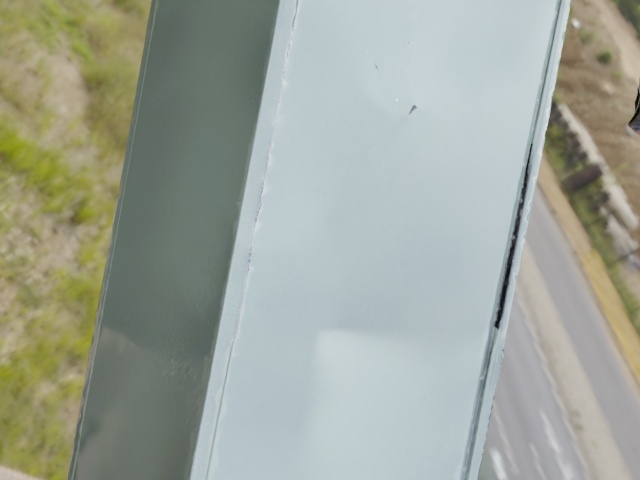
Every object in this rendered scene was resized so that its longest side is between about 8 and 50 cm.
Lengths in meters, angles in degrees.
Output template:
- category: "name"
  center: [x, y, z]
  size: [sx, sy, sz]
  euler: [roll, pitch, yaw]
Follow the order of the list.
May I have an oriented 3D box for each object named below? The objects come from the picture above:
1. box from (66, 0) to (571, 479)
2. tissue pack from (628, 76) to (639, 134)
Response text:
- category: "box"
  center: [0.000, 0.000, 0.399]
  size: [0.129, 0.086, 0.225]
  euler: [9, 92, -38]
- category: "tissue pack"
  center: [0.275, -0.217, 0.563]
  size: [0.123, 0.245, 0.332]
  euler: [25, 64, -20]
